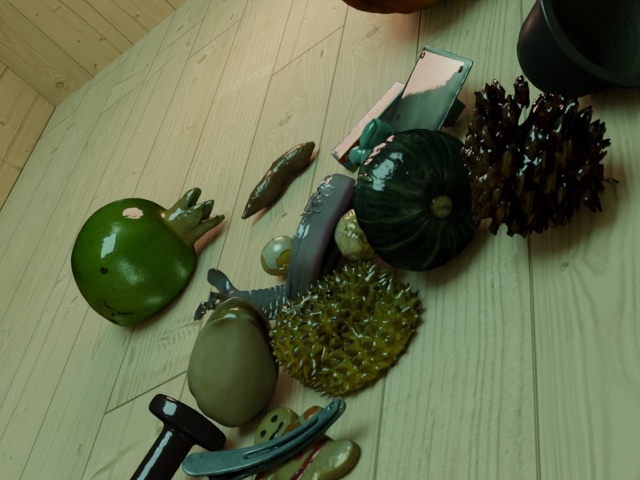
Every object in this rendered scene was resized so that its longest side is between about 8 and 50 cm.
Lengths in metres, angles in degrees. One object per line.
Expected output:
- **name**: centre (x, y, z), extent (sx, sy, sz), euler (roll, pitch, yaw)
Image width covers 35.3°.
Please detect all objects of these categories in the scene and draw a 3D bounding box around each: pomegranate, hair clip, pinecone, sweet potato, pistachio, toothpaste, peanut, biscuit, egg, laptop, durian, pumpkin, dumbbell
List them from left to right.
- **pomegranate**: centre (-0.393, 0.002, 2.180), extent (0.358, 0.216, 0.310), euler (-42, 24, 10)
- **dumbbell**: centre (-0.260, 0.365, 1.589), extent (0.225, 0.140, 0.124), euler (-58, 10, -17)
- **pistachio**: centre (-0.135, 0.197, 1.586), extent (0.144, 0.144, 0.215), euler (-107, 22, -59)
- **hair clip**: centre (-0.068, 0.290, 1.437), extent (0.275, 0.083, 0.048), euler (-29, 28, 22)
- **sweet potato**: centre (-0.092, -0.128, 2.090), extent (0.218, 0.051, 0.065), euler (-47, 29, 0)
- **egg**: centre (-0.073, 0.030, 1.835), extent (0.083, 0.071, 0.071), euler (-40, 28, 22)
- **biscuit**: centre (-0.038, 0.308, 1.461), extent (0.153, 0.030, 0.234), euler (-48, 27, -4)
- **durian**: centre (0.029, 0.124, 1.502), extent (0.250, 0.138, 0.183), euler (-34, 21, 13)
- **peanut**: centre (0.083, -0.024, 1.602), extent (0.087, 0.087, 0.207), euler (-30, 5, 31)
- **toothpaste**: centre (0.108, -0.215, 1.922), extent (0.193, 0.044, 0.070), euler (-48, 26, 1)
- **laptop**: centre (0.166, -0.209, 1.776), extent (0.269, 0.015, 0.187), euler (-64, 27, 8)
- **pumpkin**: centre (0.143, -0.060, 1.484), extent (0.211, 0.211, 0.152), euler (-53, 19, -10)
- **pinecone**: centre (0.291, -0.109, 1.353), extent (0.221, 0.221, 0.221), euler (-35, 30, 23)

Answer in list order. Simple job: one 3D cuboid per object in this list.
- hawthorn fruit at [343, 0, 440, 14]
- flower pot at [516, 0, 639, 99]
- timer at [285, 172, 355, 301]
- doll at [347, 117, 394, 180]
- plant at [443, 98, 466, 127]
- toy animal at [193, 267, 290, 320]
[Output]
- **hawthorn fruit**: centre (0.150, -0.681, 2.059), extent (0.472, 0.472, 0.472), euler (-35, 30, 23)
- **flower pot**: centre (0.385, -0.300, 1.481), extent (0.235, 0.235, 0.148), euler (-63, 11, -27)
- **timer**: centre (0.000, 0.000, 1.658), extent (0.190, 0.069, 0.208), euler (100, -166, -46)
- **doll**: centre (0.081, -0.118, 1.782), extent (0.158, 0.059, 0.159), euler (-47, 36, 36)
- **plant**: centre (0.208, -0.209, 1.766), extent (0.102, 0.051, 0.051), euler (-52, 26, 6)
- **toy animal**: centre (-0.142, 0.147, 1.721), extent (0.272, 0.160, 0.197), euler (-39, 29, 32)
